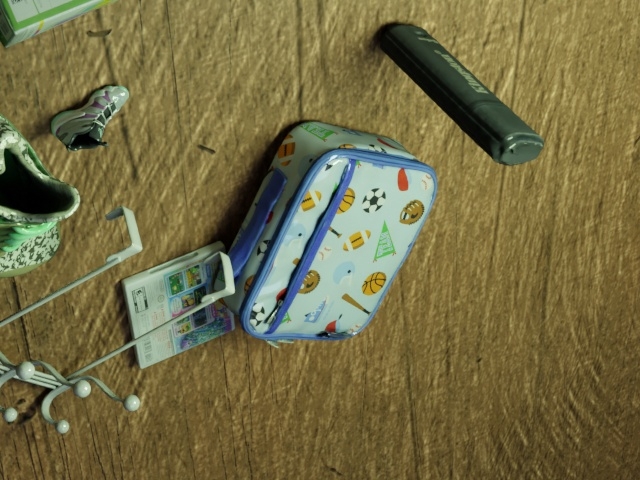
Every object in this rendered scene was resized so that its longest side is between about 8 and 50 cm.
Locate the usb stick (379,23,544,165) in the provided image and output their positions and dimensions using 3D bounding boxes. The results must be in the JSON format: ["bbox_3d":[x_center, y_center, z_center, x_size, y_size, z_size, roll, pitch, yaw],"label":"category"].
[{"bbox_3d":[0.166,-0.179,1.872,0.077,0.278,0.045,-5,128,-33],"label":"usb stick"}]

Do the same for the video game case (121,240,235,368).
[{"bbox_3d":[-0.184,0.086,2.049,0.143,0.019,0.157,-23,136,-19],"label":"video game case"}]

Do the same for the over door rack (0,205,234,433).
[{"bbox_3d":[-0.274,0.119,1.887,0.324,0.108,0.239,-39,151,12],"label":"over door rack"}]

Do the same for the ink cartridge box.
[{"bbox_3d":[-0.239,-0.272,1.611,0.209,0.109,0.062,-26,98,-16],"label":"ink cartridge box"}]

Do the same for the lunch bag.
[{"bbox_3d":[0.000,0.000,2.030,0.243,0.115,0.303,7,117,-43],"label":"lunch bag"}]

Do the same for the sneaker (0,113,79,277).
[{"bbox_3d":[-0.332,-0.038,1.629,0.158,0.182,0.410,-63,163,-12],"label":"sneaker"}]

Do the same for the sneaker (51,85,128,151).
[{"bbox_3d":[-0.250,-0.131,1.767,0.098,0.069,0.038,-34,139,-7],"label":"sneaker"}]
